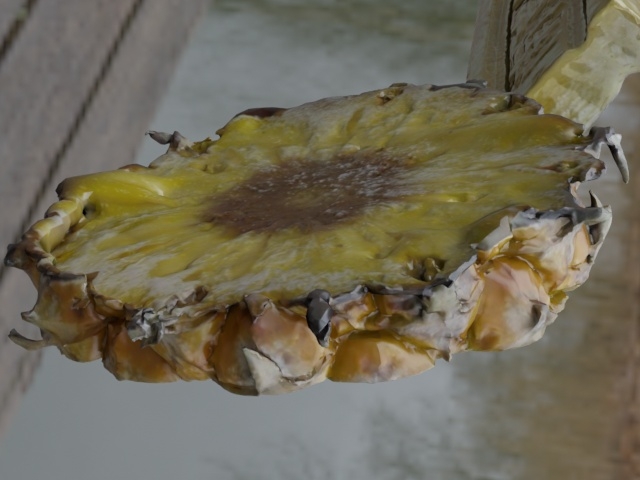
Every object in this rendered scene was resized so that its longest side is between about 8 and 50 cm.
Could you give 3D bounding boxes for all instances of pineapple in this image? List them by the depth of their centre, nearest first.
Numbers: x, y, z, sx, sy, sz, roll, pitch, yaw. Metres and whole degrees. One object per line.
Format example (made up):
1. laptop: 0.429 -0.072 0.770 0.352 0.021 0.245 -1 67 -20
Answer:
1. pineapple: 0.000 0.000 0.605 0.221 0.221 0.047 -53 137 -62

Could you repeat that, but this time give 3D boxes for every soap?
1. soap: 0.105 -0.100 0.814 0.092 0.037 0.252 -48 -169 22
